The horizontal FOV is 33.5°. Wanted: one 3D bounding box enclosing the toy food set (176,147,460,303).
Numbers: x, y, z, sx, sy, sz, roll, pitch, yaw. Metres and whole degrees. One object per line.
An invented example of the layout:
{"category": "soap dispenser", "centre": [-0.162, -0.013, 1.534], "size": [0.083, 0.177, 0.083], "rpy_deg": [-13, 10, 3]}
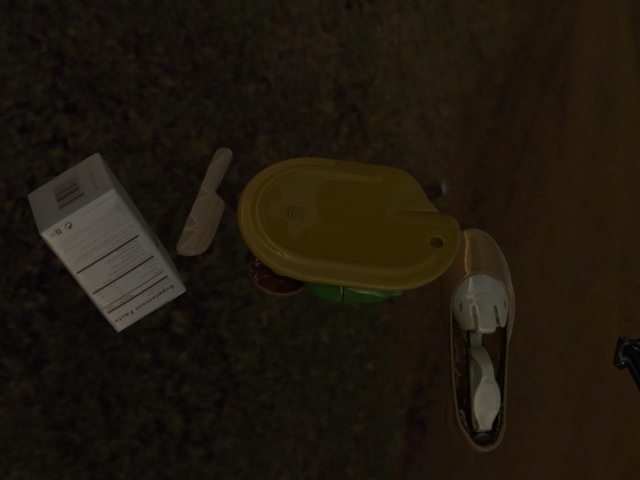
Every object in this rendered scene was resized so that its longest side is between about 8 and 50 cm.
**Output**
{"category": "toy food set", "centre": [0.000, 0.000, 0.867], "size": [0.071, 0.218, 0.128], "rpy_deg": [101, -3, -50]}

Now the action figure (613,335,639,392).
{"category": "action figure", "centre": [0.426, 0.117, 0.940], "size": [0.178, 0.341, 0.330], "rpy_deg": [54, 32, -46]}

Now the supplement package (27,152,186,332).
{"category": "supplement package", "centre": [-0.262, 0.004, 1.310], "size": [0.179, 0.105, 0.105], "rpy_deg": [61, -5, -38]}

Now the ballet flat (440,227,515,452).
{"category": "ballet flat", "centre": [0.167, 0.105, 1.086], "size": [0.073, 0.080, 0.232], "rpy_deg": [-130, -144, -81]}
